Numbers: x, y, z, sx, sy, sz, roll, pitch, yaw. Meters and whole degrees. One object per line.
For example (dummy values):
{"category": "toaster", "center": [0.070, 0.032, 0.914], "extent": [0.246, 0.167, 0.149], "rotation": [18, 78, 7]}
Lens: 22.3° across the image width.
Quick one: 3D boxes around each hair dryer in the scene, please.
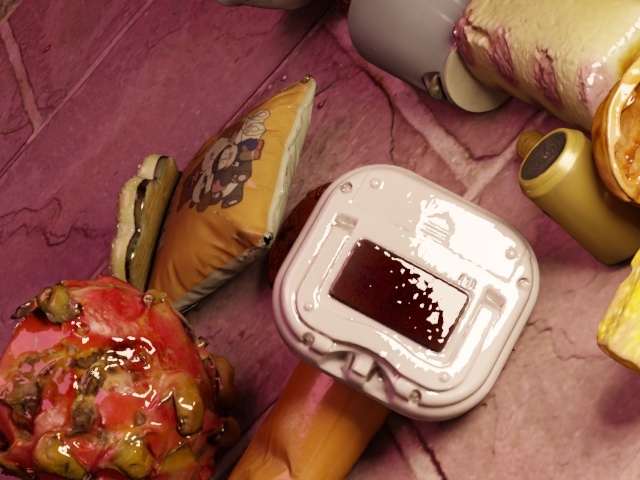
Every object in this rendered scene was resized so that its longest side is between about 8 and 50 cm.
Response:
{"category": "hair dryer", "center": [0.259, -0.076, 1.768], "extent": [0.090, 0.135, 0.278], "rotation": [-50, 19, 7]}

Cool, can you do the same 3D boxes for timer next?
{"category": "timer", "center": [0.093, 0.053, 1.736], "extent": [0.237, 0.262, 0.087], "rotation": [-61, -7, -14]}

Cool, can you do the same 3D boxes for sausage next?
{"category": "sausage", "center": [-0.003, 0.210, 1.831], "extent": [0.354, 0.116, 0.134], "rotation": [-55, 36, 0]}

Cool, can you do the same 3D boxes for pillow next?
{"category": "pillow", "center": [-0.129, -0.053, 2.281], "extent": [0.312, 0.119, 0.310], "rotation": [-35, 34, 47]}

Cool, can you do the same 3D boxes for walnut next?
{"category": "walnut", "center": [0.347, -0.116, 1.638], "extent": [0.211, 0.167, 0.087], "rotation": [-50, 18, -17]}

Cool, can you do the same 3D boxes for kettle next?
{"category": "kettle", "center": [0.181, -0.269, 2.091], "extent": [0.211, 0.160, 0.243], "rotation": [-28, 34, -13]}

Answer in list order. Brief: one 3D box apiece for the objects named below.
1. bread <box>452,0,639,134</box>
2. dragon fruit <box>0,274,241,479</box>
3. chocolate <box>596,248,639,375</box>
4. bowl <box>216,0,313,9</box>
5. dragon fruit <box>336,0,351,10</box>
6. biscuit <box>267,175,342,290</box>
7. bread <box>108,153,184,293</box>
{"category": "bread", "center": [0.302, -0.222, 1.826], "extent": [0.187, 0.155, 0.338], "rotation": [-44, 27, -4]}
{"category": "dragon fruit", "center": [-0.223, 0.211, 2.025], "extent": [0.263, 0.314, 0.296], "rotation": [25, 97, 26]}
{"category": "chocolate", "center": [0.401, -0.070, 1.515], "extent": [0.445, 0.162, 0.162], "rotation": [-55, 29, -1]}
{"category": "bowl", "center": [-0.010, -0.472, 2.487], "extent": [0.157, 0.345, 0.345], "rotation": [35, 88, 17]}
{"category": "dragon fruit", "center": [0.074, -0.433, 2.269], "extent": [0.244, 0.244, 0.299], "rotation": [-27, 1, 38]}
{"category": "biscuit", "center": [0.000, 0.000, 2.125], "extent": [0.192, 0.049, 0.192], "rotation": [-44, 26, 27]}
{"category": "bread", "center": [-0.253, -0.013, 2.359], "extent": [0.056, 0.207, 0.286], "rotation": [4, 49, 14]}
